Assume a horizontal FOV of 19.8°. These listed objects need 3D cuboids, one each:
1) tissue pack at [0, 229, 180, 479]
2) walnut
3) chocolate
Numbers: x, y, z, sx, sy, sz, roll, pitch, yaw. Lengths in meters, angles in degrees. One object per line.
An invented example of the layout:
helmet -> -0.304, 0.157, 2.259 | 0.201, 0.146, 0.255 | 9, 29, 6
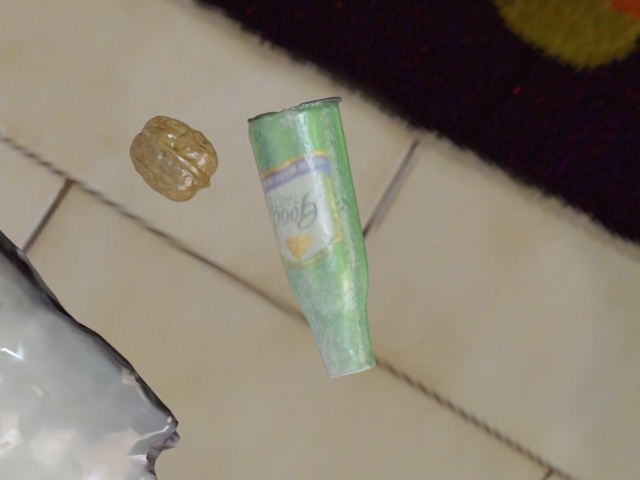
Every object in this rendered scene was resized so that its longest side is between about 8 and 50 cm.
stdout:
tissue pack -> -0.198, 0.008, 0.642 | 0.245, 0.332, 0.123 | 44, 78, -17
walnut -> -0.154, -0.086, 1.952 | 0.096, 0.082, 0.079 | 38, 80, 10
chocolate -> 0.000, 0.000, 1.954 | 0.110, 0.110, 0.291 | -12, 86, -15
